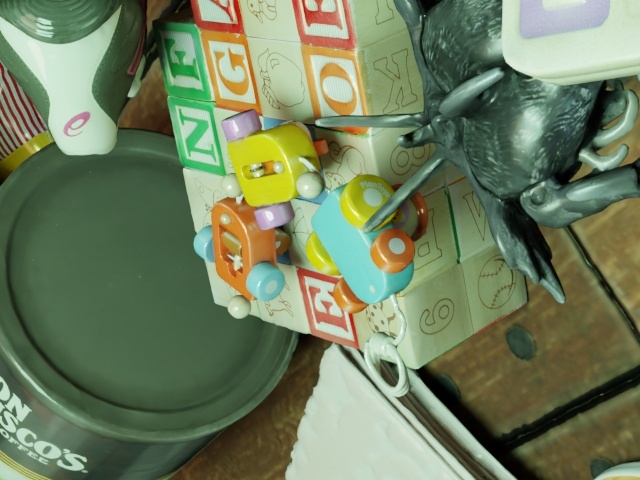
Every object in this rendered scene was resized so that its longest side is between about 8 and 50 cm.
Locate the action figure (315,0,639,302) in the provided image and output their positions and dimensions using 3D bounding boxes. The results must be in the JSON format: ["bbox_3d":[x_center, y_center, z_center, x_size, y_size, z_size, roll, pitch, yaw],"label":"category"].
[{"bbox_3d":[0.132,-0.080,0.558,0.275,0.141,0.164,-28,75,40],"label":"action figure"}]

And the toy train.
[{"bbox_3d":[0.000,0.000,0.733,0.166,0.046,0.125,30,136,44],"label":"toy train"}]

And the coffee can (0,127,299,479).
[{"bbox_3d":[-0.155,0.077,1.011,0.201,0.201,0.275,57,146,9],"label":"coffee can"}]

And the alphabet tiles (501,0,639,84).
[{"bbox_3d":[0.122,-0.195,0.478,0.278,0.021,0.284,-4,80,45],"label":"alphabet tiles"}]

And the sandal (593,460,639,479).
[{"bbox_3d":[0.207,0.160,0.693,0.265,0.076,0.102,-7,106,54],"label":"sandal"}]

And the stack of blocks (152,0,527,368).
[{"bbox_3d":[-0.003,-0.098,0.788,0.171,0.087,0.297,15,124,48],"label":"stack of blocks"}]

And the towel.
[{"bbox_3d":[0.086,0.257,0.944,0.317,0.053,0.332,46,143,25],"label":"towel"}]

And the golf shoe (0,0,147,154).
[{"bbox_3d":[-0.142,-0.139,0.837,0.273,0.105,0.120,-99,2,-67],"label":"golf shoe"}]

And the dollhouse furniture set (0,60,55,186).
[{"bbox_3d":[-0.331,-0.048,1.203,0.374,0.152,0.201,-30,87,56],"label":"dollhouse furniture set"}]
